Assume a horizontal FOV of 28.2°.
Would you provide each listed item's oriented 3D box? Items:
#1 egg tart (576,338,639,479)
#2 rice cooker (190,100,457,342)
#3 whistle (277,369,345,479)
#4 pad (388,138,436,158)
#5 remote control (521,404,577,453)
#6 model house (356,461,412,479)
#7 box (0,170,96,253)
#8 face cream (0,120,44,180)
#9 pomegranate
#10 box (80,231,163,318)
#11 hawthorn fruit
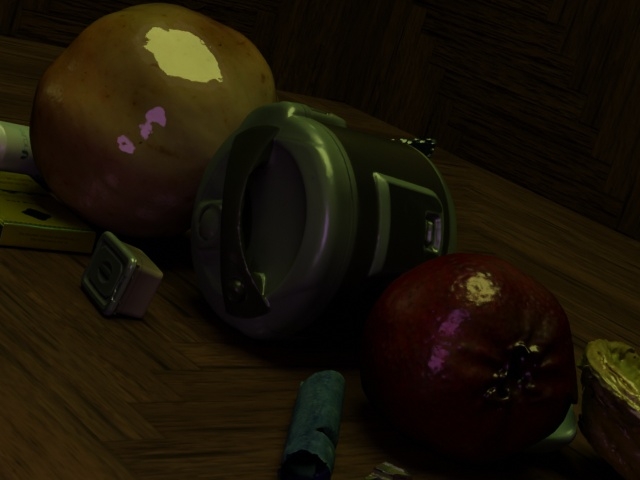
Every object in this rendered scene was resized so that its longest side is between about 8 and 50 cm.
[{"bbox_3d":[0.433,0.255,1.663,0.294,0.123,0.294,37,13,-10],"label":"egg tart"},{"bbox_3d":[-0.003,-0.017,1.819,0.325,0.335,0.335,10,15,-42],"label":"rice cooker"},{"bbox_3d":[-0.007,0.214,1.470,0.062,0.062,0.304,18,13,0],"label":"whistle"},{"bbox_3d":[0.034,-0.095,2.066,0.269,0.012,0.270,-2,-24,-13],"label":"pad"},{"bbox_3d":[0.301,0.237,1.786,0.103,0.051,0.293,-6,10,9],"label":"remote control"},{"bbox_3d":[0.068,0.274,1.338,0.058,0.057,0.083,19,11,25],"label":"model house"},{"bbox_3d":[-0.474,-0.052,1.974,0.153,0.041,0.279,8,17,-38],"label":"box"},{"bbox_3d":[-0.523,-0.154,2.142,0.092,0.092,0.311,26,8,29],"label":"face cream"},{"bbox_3d":[-0.249,-0.173,2.037,0.411,0.411,0.411,17,13,-4],"label":"pomegranate"},{"bbox_3d":[-0.270,0.051,1.739,0.062,0.089,0.122,22,9,-35],"label":"box"},{"bbox_3d":[0.171,0.139,1.626,0.265,0.265,0.307,12,6,-23],"label":"hawthorn fruit"}]
